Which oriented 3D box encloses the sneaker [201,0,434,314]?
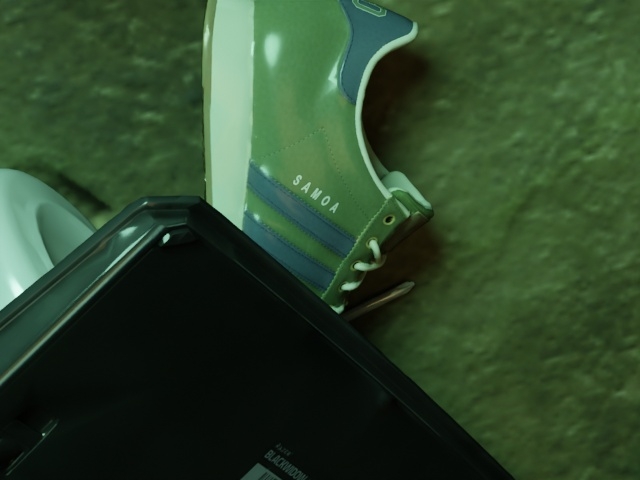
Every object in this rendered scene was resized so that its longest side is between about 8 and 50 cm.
[{"bbox_3d":[0.000,0.000,0.726,0.086,0.064,0.192,-1,103,-4],"label":"sneaker"}]

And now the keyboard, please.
[{"bbox_3d":[-0.049,0.110,0.702,0.201,0.033,0.317,-44,143,1],"label":"keyboard"}]

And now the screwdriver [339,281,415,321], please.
[{"bbox_3d":[-0.039,0.056,0.775,0.170,0.025,0.024,-24,113,5],"label":"screwdriver"}]

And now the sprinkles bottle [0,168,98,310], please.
[{"bbox_3d":[-0.218,0.121,0.731,0.355,0.121,0.121,-36,111,9],"label":"sprinkles bottle"}]
